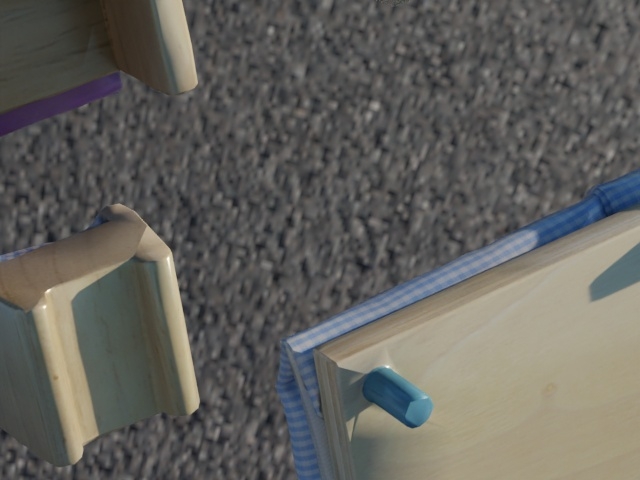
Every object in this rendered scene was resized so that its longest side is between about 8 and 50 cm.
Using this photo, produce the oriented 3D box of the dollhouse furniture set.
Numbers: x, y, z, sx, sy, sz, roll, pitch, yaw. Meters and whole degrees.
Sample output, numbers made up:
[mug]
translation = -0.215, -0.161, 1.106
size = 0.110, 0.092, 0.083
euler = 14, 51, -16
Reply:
[dollhouse furniture set]
translation = 0.000, 0.000, 0.537
size = 0.286, 0.303, 0.198
euler = -24, 30, -24
